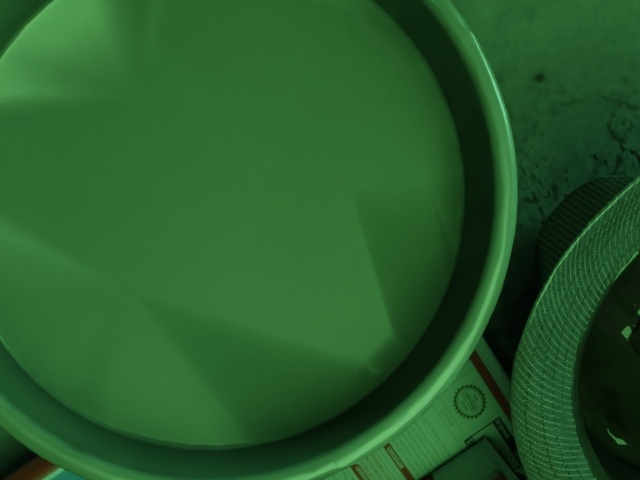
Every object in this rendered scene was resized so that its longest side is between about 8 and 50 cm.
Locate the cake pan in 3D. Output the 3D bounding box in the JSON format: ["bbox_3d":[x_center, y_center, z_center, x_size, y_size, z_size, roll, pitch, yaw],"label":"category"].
[{"bbox_3d":[-0.054,-0.023,0.922,0.293,0.054,0.293,0,87,0],"label":"cake pan"}]

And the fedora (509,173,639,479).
[{"bbox_3d":[0.195,0.051,0.998,0.243,0.124,0.275,-48,118,0],"label":"fedora"}]

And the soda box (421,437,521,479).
[{"bbox_3d":[0.125,0.238,1.041,0.092,0.083,0.263,-35,117,-2],"label":"soda box"}]

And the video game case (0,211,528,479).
[{"bbox_3d":[-0.028,0.138,1.007,0.285,0.025,0.204,-35,123,-2],"label":"video game case"}]
